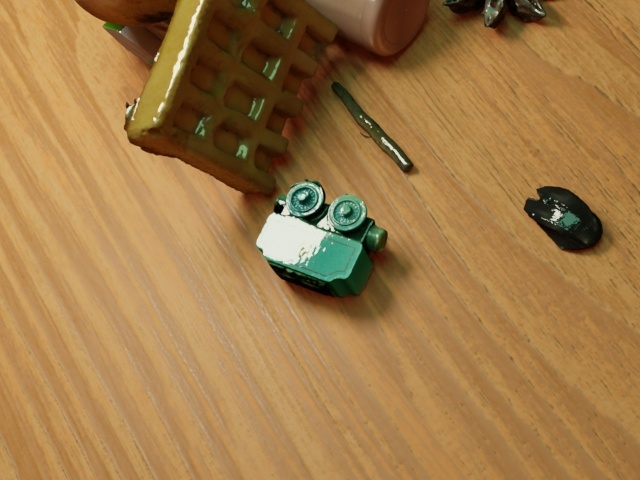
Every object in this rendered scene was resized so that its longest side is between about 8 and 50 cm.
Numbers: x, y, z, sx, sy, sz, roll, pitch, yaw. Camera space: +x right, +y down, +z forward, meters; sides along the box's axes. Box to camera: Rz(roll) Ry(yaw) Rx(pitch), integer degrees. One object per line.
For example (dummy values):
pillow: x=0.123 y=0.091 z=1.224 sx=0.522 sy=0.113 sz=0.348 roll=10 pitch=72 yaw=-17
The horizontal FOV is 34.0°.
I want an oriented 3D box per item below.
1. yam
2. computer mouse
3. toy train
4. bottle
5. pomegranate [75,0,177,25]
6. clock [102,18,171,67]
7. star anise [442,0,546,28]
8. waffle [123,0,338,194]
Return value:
yam: x=0.082 y=-0.193 z=1.766 sx=0.027 sy=0.029 sz=0.234 roll=-18 pitch=52 yaw=-29
computer mouse: x=0.369 y=-0.040 z=1.589 sx=0.079 sy=0.047 sz=0.135 roll=-41 pitch=57 yaw=-12
toy train: x=0.000 y=0.000 z=1.629 sx=0.197 sy=0.107 sz=0.154 roll=19 pitch=74 yaw=23
bottle: x=0.024 y=-0.454 z=1.827 sx=0.296 sy=0.206 sz=0.173 roll=32 pitch=108 yaw=28
pomegranate: x=-0.309 y=-0.499 z=1.683 sx=0.322 sy=0.322 sz=0.322 roll=-6 pitch=59 yaw=11
clock: x=-0.219 y=-0.385 z=1.872 sx=0.309 sy=0.166 sz=0.235 roll=37 pitch=75 yaw=21
star anise: x=0.307 y=-0.468 z=1.832 sx=0.230 sy=0.081 sz=0.262 roll=-29 pitch=69 yaw=-3
waffle: x=-0.137 y=-0.267 z=1.667 sx=0.077 sy=0.304 sz=0.348 roll=16 pitch=83 yaw=40
